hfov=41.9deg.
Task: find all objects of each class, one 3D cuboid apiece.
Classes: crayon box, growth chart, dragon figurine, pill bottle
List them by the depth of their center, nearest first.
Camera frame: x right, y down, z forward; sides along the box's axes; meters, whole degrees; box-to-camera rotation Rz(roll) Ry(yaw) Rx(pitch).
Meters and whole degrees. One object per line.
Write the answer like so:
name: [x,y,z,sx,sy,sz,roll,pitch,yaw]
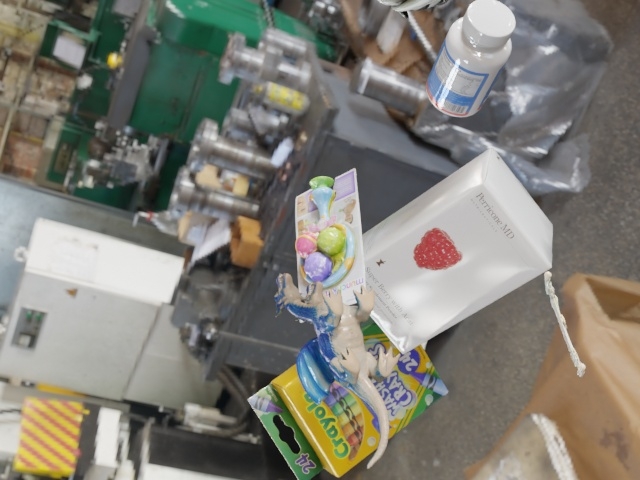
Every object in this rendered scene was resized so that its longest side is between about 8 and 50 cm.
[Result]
dragon figurine: [0.025,0.152,1.058,0.144,0.085,0.289,-53,51,52]
crayon box: [0.056,0.289,1.558,0.323,0.203,0.083,-34,10,-17]
pill bottle: [0.286,-0.344,1.577,0.221,0.124,0.124,111,166,-59]
growth chart: [0.527,0.185,1.813,0.172,0.021,0.237,20,-129,-75]

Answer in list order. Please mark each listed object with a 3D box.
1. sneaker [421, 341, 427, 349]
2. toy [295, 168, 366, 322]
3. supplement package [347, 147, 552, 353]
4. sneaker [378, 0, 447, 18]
sneaker: [0.150,0.270,1.805,0.236,0.130,0.322,92,-162,-85]
toy: [0.000,0.000,1.361,0.137,0.056,0.237,-23,54,35]
supplement package: [0.209,0.017,1.374,0.293,0.177,0.175,-36,10,27]
sneaker: [0.137,-0.408,1.276,0.330,0.146,0.122,-143,30,-80]
